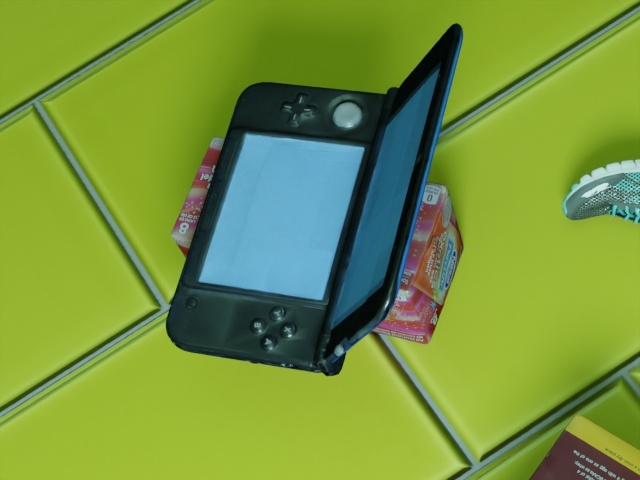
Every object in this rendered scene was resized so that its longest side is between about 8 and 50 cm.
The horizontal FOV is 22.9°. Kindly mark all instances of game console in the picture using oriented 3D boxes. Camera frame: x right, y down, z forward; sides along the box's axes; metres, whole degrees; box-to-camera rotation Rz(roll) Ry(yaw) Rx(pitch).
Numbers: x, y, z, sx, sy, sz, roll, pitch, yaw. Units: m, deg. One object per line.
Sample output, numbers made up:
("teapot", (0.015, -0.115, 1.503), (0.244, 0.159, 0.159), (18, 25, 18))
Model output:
("game console", (-0.008, -0.046, 1.423), (0.250, 0.173, 0.293), (8, 64, 18))

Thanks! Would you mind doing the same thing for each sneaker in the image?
("sneaker", (0.323, -0.040, 1.557), (0.166, 0.065, 0.076), (-15, 63, 7))

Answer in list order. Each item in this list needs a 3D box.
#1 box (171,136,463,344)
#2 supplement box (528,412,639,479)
("box", (0.000, 0.000, 1.570), (0.256, 0.128, 0.123), (13, 66, 20))
("supplement box", (0.247, 0.292, 1.346), (0.191, 0.129, 0.194), (30, 71, 26))
